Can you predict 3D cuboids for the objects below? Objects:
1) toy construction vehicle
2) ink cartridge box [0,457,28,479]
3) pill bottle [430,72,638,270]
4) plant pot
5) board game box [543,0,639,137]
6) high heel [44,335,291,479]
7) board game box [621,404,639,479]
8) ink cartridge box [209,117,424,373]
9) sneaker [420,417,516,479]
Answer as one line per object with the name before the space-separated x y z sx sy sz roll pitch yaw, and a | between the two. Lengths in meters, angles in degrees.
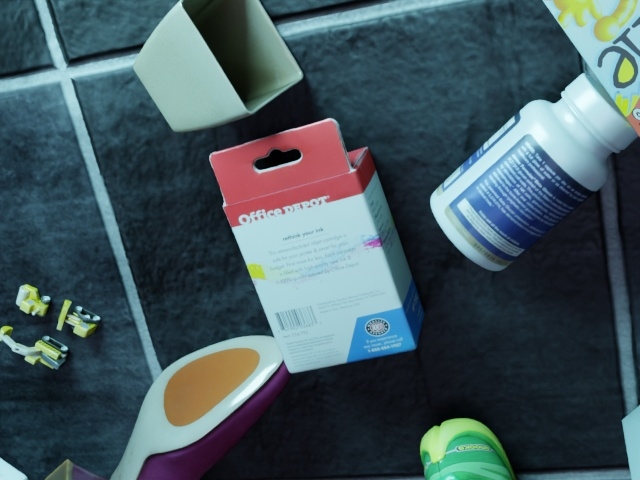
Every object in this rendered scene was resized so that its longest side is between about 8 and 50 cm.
toy construction vehicle | -0.306 0.101 0.976 0.098 0.035 0.086 30 116 2
ink cartridge box | -0.559 0.280 0.924 0.395 0.285 0.166 24 116 23
pill bottle | 0.184 -0.059 0.748 0.094 0.094 0.169 43 116 -5
plant pot | -0.100 -0.157 0.784 0.096 0.109 0.109 -23 104 36
board game box | 0.228 -0.222 0.644 0.144 0.142 0.275 -35 99 24
high heel | -0.139 0.246 0.975 0.377 0.127 0.181 -34 127 21
board game box | 0.412 0.281 0.753 0.303 0.224 0.097 40 115 -2
ink cartridge box | 0.000 0.000 0.830 0.134 0.078 0.231 -14 107 19
sneaker | 0.195 0.318 0.880 0.109 0.123 0.295 -37 100 25
